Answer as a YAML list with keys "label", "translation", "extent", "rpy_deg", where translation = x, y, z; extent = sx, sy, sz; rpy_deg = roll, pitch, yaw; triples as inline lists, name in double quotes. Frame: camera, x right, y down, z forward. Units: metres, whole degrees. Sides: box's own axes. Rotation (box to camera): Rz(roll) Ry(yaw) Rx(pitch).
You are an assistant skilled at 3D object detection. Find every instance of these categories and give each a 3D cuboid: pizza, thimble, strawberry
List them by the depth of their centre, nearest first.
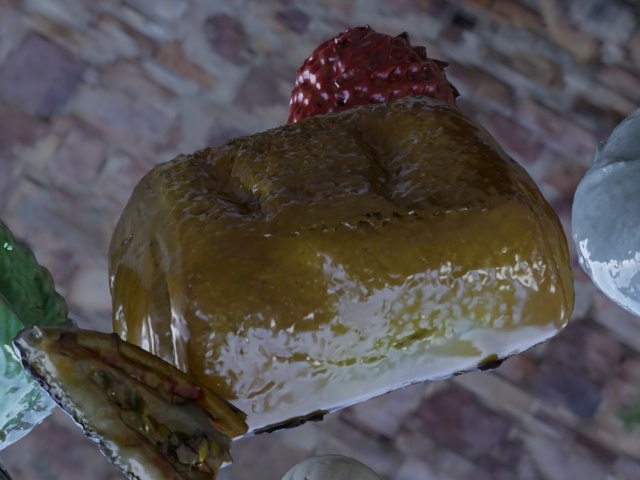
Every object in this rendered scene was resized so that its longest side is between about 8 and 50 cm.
- label: "pizza"
  translation: [-0.111, 0.118, 1.191]
  extent: [0.185, 0.036, 0.176]
  rpy_deg: [31, -162, -26]
- label: "thimble"
  translation: [-0.301, 0.068, 1.510]
  extent: [0.219, 0.150, 0.219]
  rpy_deg: [49, -174, -7]
- label: "strawberry"
  translation: [0.035, -0.112, 2.061]
  extent: [0.205, 0.244, 0.205]
  rpy_deg: [26, 145, 20]

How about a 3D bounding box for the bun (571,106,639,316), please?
- label: "bun"
  translation: [0.418, -0.023, 1.833]
  extent: [0.355, 0.194, 0.354]
  rpy_deg: [9, -150, -5]

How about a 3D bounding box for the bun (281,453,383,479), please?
- label: "bun"
  translation: [0.005, 0.285, 1.869]
  extent: [0.138, 0.138, 0.094]
  rpy_deg: [29, -146, 22]

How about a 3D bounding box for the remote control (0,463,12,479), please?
- label: "remote control"
  translation: [-0.413, 0.237, 2.157]
  extent: [0.090, 0.066, 0.266]
  rpy_deg: [39, 159, 36]

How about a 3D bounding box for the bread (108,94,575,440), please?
- label: "bread"
  translation: [-0.002, -0.007, 1.437]
  extent: [0.328, 0.337, 0.148]
  rpy_deg: [-112, 9, -62]
